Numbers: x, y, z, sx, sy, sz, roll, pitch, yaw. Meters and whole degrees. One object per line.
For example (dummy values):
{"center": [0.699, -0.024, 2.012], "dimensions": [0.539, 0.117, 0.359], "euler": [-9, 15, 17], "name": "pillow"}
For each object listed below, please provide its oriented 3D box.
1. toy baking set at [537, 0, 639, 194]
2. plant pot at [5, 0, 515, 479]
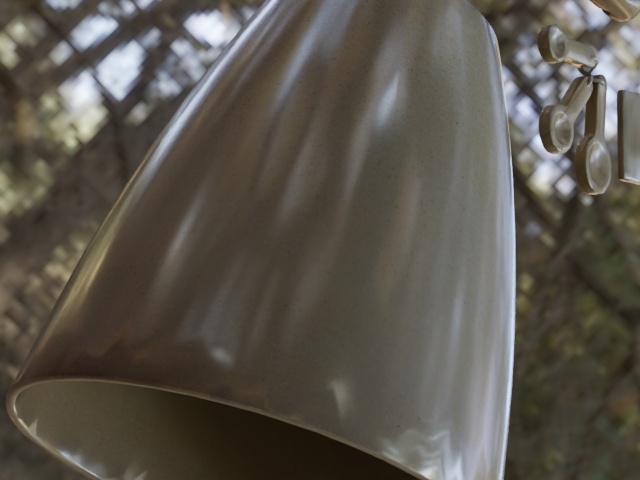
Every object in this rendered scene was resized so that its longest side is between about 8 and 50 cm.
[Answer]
{"center": [0.179, -0.146, 1.242], "dimensions": [0.030, 0.197, 0.256], "euler": [-6, -77, 34], "name": "toy baking set"}
{"center": [0.000, 0.000, 1.053], "dimensions": [0.256, 0.274, 0.256], "euler": [15, -21, 6], "name": "plant pot"}
